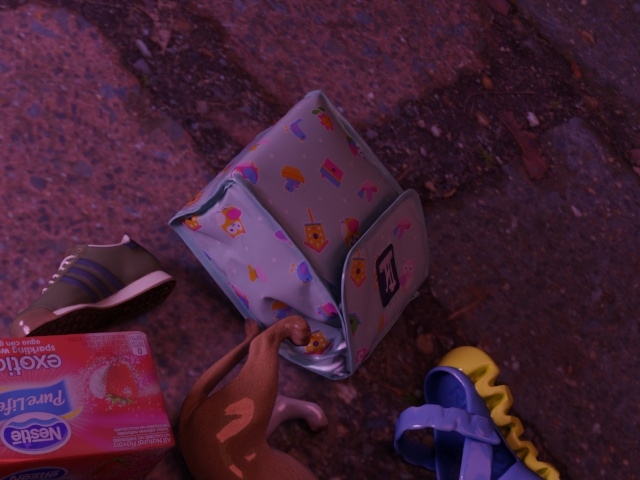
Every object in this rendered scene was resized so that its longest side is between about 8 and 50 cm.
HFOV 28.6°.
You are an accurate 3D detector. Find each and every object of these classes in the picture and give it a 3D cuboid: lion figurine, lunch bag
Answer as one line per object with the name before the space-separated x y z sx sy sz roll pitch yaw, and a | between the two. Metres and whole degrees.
lion figurine | -0.038 0.251 1.215 0.240 0.142 0.392 -24 58 -34
lunch bag | 0.000 0.000 1.397 0.262 0.160 0.223 49 41 -7

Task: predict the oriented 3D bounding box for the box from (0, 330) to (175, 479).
box | -0.276 0.166 1.106 0.256 0.128 0.123 0 57 -34

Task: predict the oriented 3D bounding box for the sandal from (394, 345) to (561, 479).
sandal | 0.184 0.269 1.344 0.138 0.126 0.317 -17 60 -37

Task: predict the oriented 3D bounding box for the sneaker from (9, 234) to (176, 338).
sneaker | -0.244 0.047 1.270 0.192 0.064 0.086 -21 63 -42
